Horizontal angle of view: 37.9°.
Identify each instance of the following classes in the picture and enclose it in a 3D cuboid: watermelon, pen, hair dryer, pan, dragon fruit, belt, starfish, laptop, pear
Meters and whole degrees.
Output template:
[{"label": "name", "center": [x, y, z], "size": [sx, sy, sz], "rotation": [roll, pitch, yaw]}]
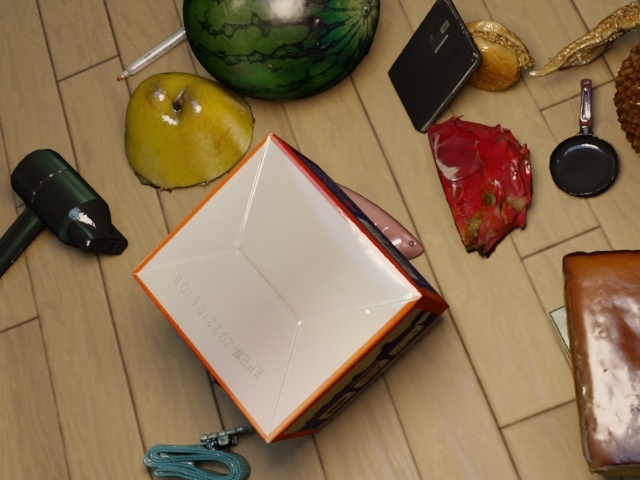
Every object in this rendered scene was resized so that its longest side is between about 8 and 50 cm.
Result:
[{"label": "watermelon", "center": [-0.070, -0.415, 1.683], "size": [0.363, 0.363, 0.363], "rotation": [-5, 67, 13]}, {"label": "pen", "center": [-0.326, -0.391, 1.907], "size": [0.218, 0.026, 0.026], "rotation": [-36, 64, -1]}, {"label": "hair dryer", "center": [-0.532, 0.011, 1.767], "size": [0.302, 0.116, 0.244], "rotation": [-49, 64, 5]}, {"label": "pan", "center": [0.451, -0.174, 1.599], "size": [0.114, 0.040, 0.212], "rotation": [1, 76, 16]}, {"label": "dragon fruit", "center": [0.264, -0.110, 1.578], "size": [0.163, 0.189, 0.262], "rotation": [-29, 64, 36]}, {"label": "belt", "center": [-0.205, 0.354, 1.549], "size": [0.179, 0.065, 0.100], "rotation": [1, 78, 15]}, {"label": "starfish", "center": [0.510, -0.362, 1.549], "size": [0.299, 0.302, 0.060], "rotation": [-22, 89, -13]}, {"label": "laptop", "center": [0.198, -0.308, 1.651], "size": [0.026, 0.207, 0.154], "rotation": [-5, 61, -31]}, {"label": "pear", "center": [-0.271, -0.239, 1.750], "size": [0.266, 0.178, 0.267], "rotation": [-6, 62, 12]}]

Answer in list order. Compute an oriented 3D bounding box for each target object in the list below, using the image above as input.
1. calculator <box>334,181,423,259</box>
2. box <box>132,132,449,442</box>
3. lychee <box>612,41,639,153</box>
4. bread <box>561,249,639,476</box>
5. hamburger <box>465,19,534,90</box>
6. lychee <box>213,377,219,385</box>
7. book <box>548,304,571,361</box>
[{"label": "calculator", "center": [0.000, 0.000, 1.646], "size": [0.329, 0.048, 0.220], "rotation": [29, 80, 23]}, {"label": "box", "center": [-0.038, 0.078, 1.466], "size": [0.318, 0.257, 0.349], "rotation": [-46, 72, 8]}, {"label": "lychee", "center": [0.593, -0.241, 1.475], "size": [0.267, 0.267, 0.268], "rotation": [-5, 67, 13]}, {"label": "bread", "center": [0.529, 0.170, 1.352], "size": [0.323, 0.143, 0.333], "rotation": [-7, 66, 13]}, {"label": "hamburger", "center": [0.293, -0.324, 1.649], "size": [0.147, 0.138, 0.083], "rotation": [1, 67, 56]}, {"label": "lychee", "center": [-0.156, 0.214, 1.588], "size": [0.067, 0.068, 0.083], "rotation": [-18, 33, 33]}, {"label": "book", "center": [0.502, 0.188, 1.446], "size": [0.202, 0.027, 0.264], "rotation": [-24, 63, 4]}]
